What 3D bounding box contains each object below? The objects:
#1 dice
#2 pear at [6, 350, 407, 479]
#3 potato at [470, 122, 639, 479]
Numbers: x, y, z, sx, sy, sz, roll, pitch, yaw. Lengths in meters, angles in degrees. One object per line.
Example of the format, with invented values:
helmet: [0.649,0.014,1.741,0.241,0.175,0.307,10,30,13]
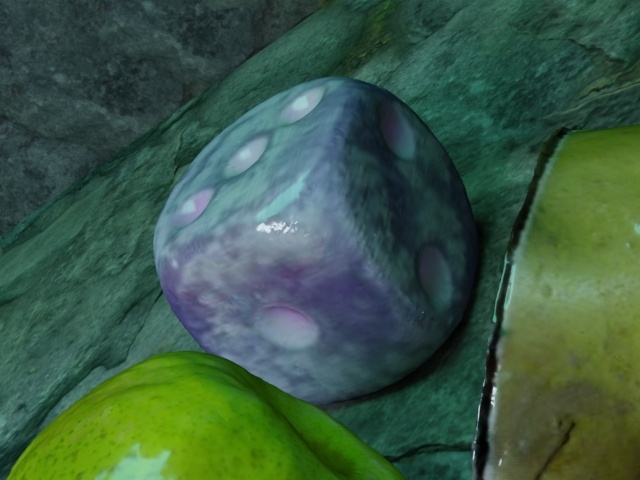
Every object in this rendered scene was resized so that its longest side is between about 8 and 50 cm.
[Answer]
dice: [0.000,0.000,1.327,0.270,0.270,0.271,-21,33,34]
pear: [-0.108,0.289,0.935,0.391,0.391,0.391,-32,27,19]
potato: [0.286,0.093,0.859,0.296,0.290,0.397,5,68,21]
